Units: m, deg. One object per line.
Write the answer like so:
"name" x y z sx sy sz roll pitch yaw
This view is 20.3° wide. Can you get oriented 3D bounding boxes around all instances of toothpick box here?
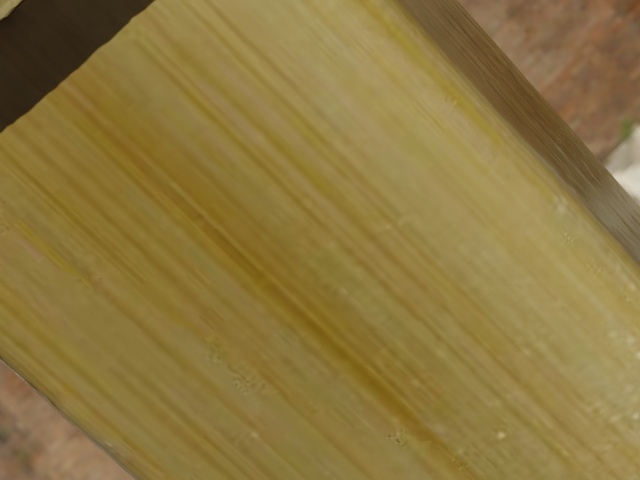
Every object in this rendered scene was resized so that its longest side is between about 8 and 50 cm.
"toothpick box" 0.000 0.000 0.554 0.187 0.308 0.190 -41 21 13
